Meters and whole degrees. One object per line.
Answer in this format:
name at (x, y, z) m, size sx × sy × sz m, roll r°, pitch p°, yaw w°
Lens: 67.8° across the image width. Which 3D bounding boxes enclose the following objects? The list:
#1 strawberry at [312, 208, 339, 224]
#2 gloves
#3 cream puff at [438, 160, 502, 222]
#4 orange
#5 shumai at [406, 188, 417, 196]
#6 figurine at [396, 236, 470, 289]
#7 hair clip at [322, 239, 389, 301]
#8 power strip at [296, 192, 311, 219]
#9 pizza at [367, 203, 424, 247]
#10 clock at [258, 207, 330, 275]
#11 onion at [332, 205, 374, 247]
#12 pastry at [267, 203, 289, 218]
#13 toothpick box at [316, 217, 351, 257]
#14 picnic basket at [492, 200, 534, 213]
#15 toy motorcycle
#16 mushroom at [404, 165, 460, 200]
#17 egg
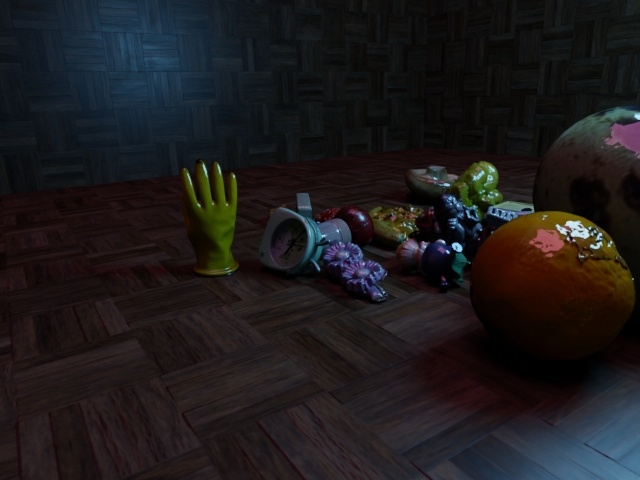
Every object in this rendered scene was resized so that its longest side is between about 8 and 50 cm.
strawberry at (0.057, -0.056, 1.531) m, size 0.140 × 0.085 × 0.192 m, roll -4°, pitch 18°, yaw -14°
gloves at (-0.279, -0.062, 1.218) m, size 0.133 × 0.295 × 0.116 m, roll -9°, pitch 19°, yaw -22°
cream puff at (0.521, -0.153, 1.609) m, size 0.194 × 0.221 × 0.195 m, roll 41°, pitch 10°, yaw -9°
orange at (0.370, 0.074, 0.784) m, size 0.246 × 0.246 × 0.246 m, roll -2°, pitch 17°, yaw 1°
shumai at (0.421, -0.236, 2.090) m, size 0.083 × 0.081 × 0.082 m, roll 6°, pitch 20°, yaw 24°
figurine at (0.266, 0.051, 1.145) m, size 0.102 × 0.112 × 0.195 m, roll 2°, pitch 5°, yaw -41°
hair clip at (0.076, 0.071, 1.138) m, size 0.106 × 0.085 × 0.292 m, roll -25°, pitch 27°, yaw -12°
power strip at (-0.062, -0.109, 1.699) m, size 0.053 × 0.093 × 0.288 m, roll -1°, pitch 16°, yaw -4°
pizza at (0.214, -0.052, 1.509) m, size 0.257 × 0.087 × 0.268 m, roll 9°, pitch 22°, yaw 40°
clock at (-0.061, 0.014, 1.205) m, size 0.210 × 0.159 × 0.066 m, roll 23°, pitch 3°, yaw 40°
onion at (0.097, -0.042, 1.403) m, size 0.131 × 0.131 × 0.131 m, roll -2°, pitch 17°, yaw 1°
pastry at (-0.149, -0.093, 1.719) m, size 0.080 × 0.056 × 0.140 m, roll -15°, pitch 20°, yaw -2°
toothpick box at (0.000, 0.000, 1.318) m, size 0.148 × 0.099 × 0.098 m, roll -16°, pitch 22°, yaw -39°
picnic basket at (0.631, -0.068, 1.509) m, size 0.115 × 0.080 × 0.164 m, roll -16°, pitch 21°, yaw -35°
toy motorcycle at (0.405, -0.023, 1.177) m, size 0.400 × 0.207 × 0.134 m, roll 8°, pitch 40°, yaw 26°
mushroom at (0.477, -0.235, 1.963) m, size 0.278 × 0.146 × 0.278 m, roll 7°, pitch 19°, yaw -2°
egg at (0.607, -0.046, 0.906) m, size 0.345 × 0.428 × 0.345 m, roll -25°, pitch -6°, yaw -3°
